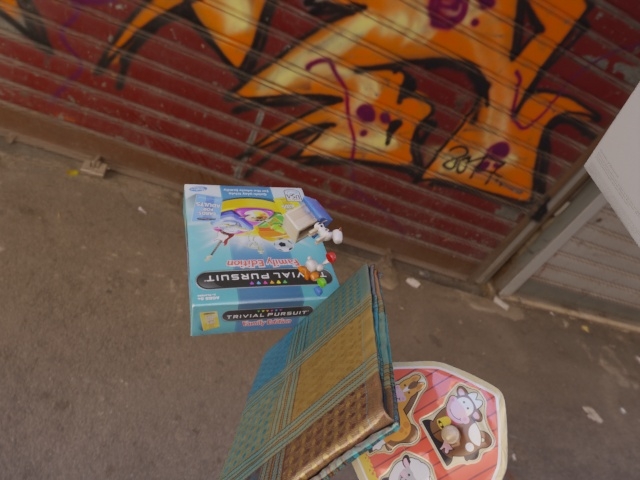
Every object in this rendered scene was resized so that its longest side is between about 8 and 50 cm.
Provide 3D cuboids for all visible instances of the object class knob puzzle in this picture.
[{"bbox_3d":[0.120,0.222,0.511,0.030,0.213,0.213,44,14,-52],"label":"knob puzzle"}]

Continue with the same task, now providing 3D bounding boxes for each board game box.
[{"bbox_3d":[-0.126,0.018,0.866,0.254,0.079,0.336,-1,40,-19],"label":"board game box"}]

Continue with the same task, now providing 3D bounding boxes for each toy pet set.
[{"bbox_3d":[0.000,0.000,0.657,0.065,0.122,0.114,-29,70,-25],"label":"toy pet set"}]

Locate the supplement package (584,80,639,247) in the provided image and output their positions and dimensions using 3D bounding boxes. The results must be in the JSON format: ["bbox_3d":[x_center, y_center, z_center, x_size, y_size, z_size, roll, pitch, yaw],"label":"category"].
[{"bbox_3d":[0.526,-0.135,0.602,0.293,0.178,0.175,56,13,-66],"label":"supplement package"}]

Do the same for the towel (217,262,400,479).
[{"bbox_3d":[-0.015,0.184,0.588,0.040,0.271,0.370,44,15,-10],"label":"towel"}]
